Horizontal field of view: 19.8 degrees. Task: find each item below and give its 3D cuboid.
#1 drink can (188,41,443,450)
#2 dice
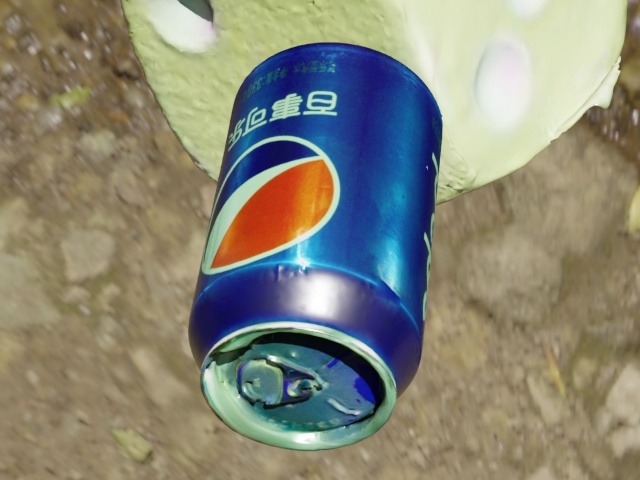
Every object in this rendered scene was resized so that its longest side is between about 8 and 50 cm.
[{"bbox_3d":[0.000,0.000,0.933,0.118,0.118,0.205,0,47,8],"label":"drink can"},{"bbox_3d":[0.037,-0.170,1.206,0.254,0.249,0.252,-5,29,45],"label":"dice"}]
